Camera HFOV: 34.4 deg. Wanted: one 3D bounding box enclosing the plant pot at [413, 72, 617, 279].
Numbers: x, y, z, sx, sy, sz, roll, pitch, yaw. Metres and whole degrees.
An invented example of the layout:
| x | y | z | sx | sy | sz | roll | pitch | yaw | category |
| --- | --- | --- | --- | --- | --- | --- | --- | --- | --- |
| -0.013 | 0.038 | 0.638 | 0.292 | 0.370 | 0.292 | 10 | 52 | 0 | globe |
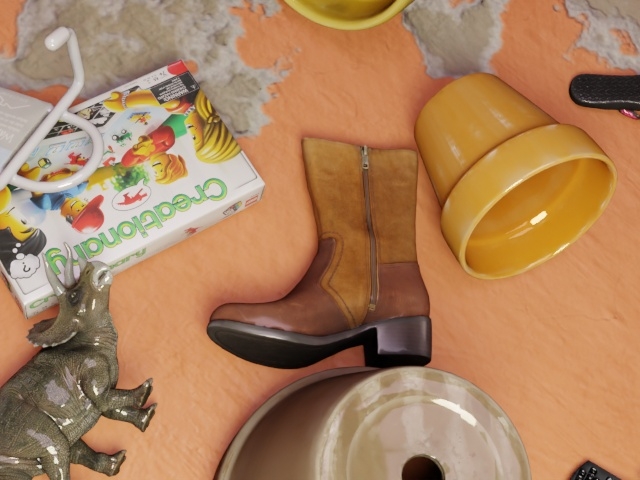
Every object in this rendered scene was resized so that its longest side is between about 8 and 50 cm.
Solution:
| x | y | z | sx | sy | sz | roll | pitch | yaw | category |
| --- | --- | --- | --- | --- | --- | --- | --- | --- | --- |
| 0.210 | -0.090 | 1.218 | 0.205 | 0.205 | 0.188 | -18 | 55 | -18 | plant pot |

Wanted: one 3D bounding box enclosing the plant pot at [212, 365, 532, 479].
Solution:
| x | y | z | sx | sy | sz | roll | pitch | yaw | category |
| --- | --- | --- | --- | --- | --- | --- | --- | --- | --- |
| 0.060 | 0.250 | 0.979 | 0.323 | 0.280 | 0.323 | 4 | 67 | -9 | plant pot |

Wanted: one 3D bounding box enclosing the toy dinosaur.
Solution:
| x | y | z | sx | sy | sz | roll | pitch | yaw | category |
| --- | --- | --- | --- | --- | --- | --- | --- | --- | --- |
| -0.269 | 0.177 | 1.048 | 0.160 | 0.121 | 0.314 | 27 | 76 | 8 | toy dinosaur |

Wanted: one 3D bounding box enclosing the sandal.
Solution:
| x | y | z | sx | sy | sz | roll | pitch | yaw | category |
| --- | --- | --- | --- | --- | --- | --- | --- | --- | --- |
| 0.423 | -0.190 | 1.386 | 0.179 | 0.040 | 0.067 | 7 | 59 | 7 | sandal |

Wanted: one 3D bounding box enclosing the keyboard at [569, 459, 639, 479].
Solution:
| x | y | z | sx | sy | sz | roll | pitch | yaw | category |
| --- | --- | --- | --- | --- | --- | --- | --- | --- | --- |
| 0.367 | 0.298 | 1.130 | 0.192 | 0.038 | 0.100 | 30 | 48 | 14 | keyboard |

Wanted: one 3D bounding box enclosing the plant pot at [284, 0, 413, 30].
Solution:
| x | y | z | sx | sy | sz | roll | pitch | yaw | category |
| --- | --- | --- | --- | --- | --- | --- | --- | --- | --- |
| 0.072 | -0.429 | 1.312 | 0.254 | 0.254 | 0.239 | 40 | 50 | 7 | plant pot |

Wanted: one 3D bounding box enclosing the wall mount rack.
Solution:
| x | y | z | sx | sy | sz | roll | pitch | yaw | category |
| --- | --- | --- | --- | --- | --- | --- | --- | --- | --- |
| -0.419 | -0.130 | 1.079 | 0.350 | 0.130 | 0.304 | 18 | 54 | 14 | wall mount rack |

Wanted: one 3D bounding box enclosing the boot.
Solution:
| x | y | z | sx | sy | sz | roll | pitch | yaw | category |
| --- | --- | --- | --- | --- | --- | --- | --- | --- | --- |
| 0.000 | 0.000 | 1.178 | 0.264 | 0.096 | 0.281 | 1 | 65 | -11 | boot |

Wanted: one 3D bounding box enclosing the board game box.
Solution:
| x | y | z | sx | sy | sz | roll | pitch | yaw | category |
| --- | --- | --- | --- | --- | --- | --- | --- | --- | --- |
| -0.242 | -0.065 | 1.179 | 0.305 | 0.053 | 0.193 | -29 | 75 | -21 | board game box |
